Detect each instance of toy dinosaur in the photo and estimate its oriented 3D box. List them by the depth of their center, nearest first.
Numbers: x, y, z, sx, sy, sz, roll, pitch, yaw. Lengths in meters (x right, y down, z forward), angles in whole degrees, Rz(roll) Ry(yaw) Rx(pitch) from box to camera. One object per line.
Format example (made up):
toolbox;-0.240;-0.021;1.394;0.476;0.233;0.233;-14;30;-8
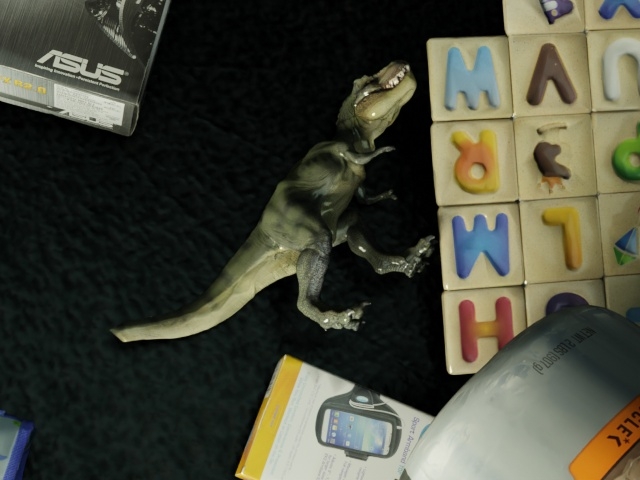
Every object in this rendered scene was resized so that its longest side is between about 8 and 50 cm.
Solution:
toy dinosaur;0.000;0.000;0.642;0.118;0.064;0.268;36;69;19

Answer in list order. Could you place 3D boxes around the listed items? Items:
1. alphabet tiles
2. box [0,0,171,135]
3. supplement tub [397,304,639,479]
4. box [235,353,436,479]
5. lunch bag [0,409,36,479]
alphabet tiles;0.219;-0.033;0.681;0.285;0.011;0.343;-4;89;-9
box;-0.211;-0.188;0.646;0.231;0.056;0.183;16;70;-10
supplement tub;0.211;0.201;0.489;0.207;0.207;0.338;-36;52;-22
box;0.023;0.137;0.626;0.136;0.028;0.081;25;69;-9
lunch bag;-0.234;0.153;0.514;0.128;0.096;0.151;16;80;-10
